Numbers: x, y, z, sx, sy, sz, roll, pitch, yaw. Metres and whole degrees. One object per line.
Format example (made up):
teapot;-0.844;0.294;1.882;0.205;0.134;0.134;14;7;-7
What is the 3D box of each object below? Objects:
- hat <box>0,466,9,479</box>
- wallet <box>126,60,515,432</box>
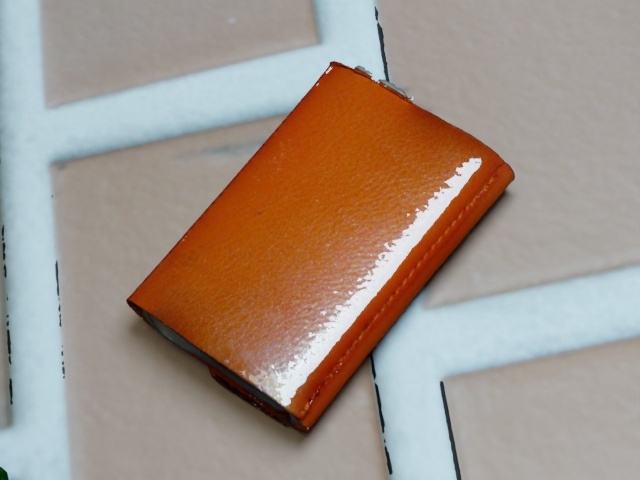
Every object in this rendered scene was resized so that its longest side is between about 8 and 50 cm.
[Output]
hat;-0.297;0.143;0.968;0.274;0.332;0.242;-5;64;7
wallet;0.000;0.000;1.152;0.142;0.045;0.204;32;73;25
